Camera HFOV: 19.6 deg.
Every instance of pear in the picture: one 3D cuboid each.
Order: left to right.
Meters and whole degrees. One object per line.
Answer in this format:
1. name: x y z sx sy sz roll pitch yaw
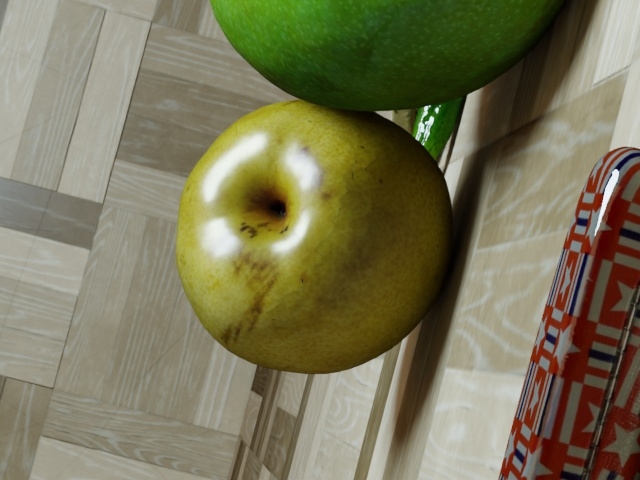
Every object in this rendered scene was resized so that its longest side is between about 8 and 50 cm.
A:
1. pear: 0.000 0.000 1.375 0.209 0.209 0.208 -165 90 -85

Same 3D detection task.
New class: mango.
1. mango: 0.055 -0.186 1.250 0.382 0.225 0.201 -173 90 -67

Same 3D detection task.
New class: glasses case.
1. glasses case: 0.111 0.059 0.744 0.073 0.049 0.194 -122 47 -86

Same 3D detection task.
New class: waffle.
1. waffle: 0.078 -0.106 1.605 0.097 0.023 0.152 -81 -11 -45

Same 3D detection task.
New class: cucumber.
1. cucumber: 0.105 -0.137 1.536 0.039 0.039 0.167 150 133 -84
